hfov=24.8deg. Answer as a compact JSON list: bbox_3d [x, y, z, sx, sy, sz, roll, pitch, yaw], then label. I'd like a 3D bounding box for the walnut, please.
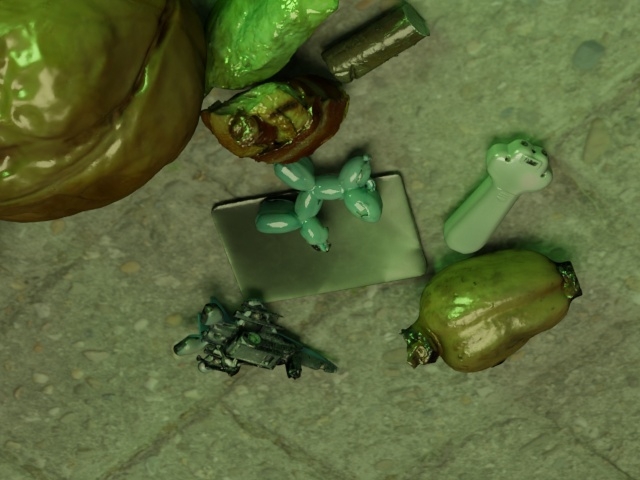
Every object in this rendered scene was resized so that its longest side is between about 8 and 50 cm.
[{"bbox_3d":[-0.328,-0.189,1.665,0.398,0.308,0.354,-20,140,17],"label":"walnut"}]

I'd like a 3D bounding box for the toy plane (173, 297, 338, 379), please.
[{"bbox_3d":[-0.081,0.160,2.110,0.246,0.078,0.169,25,127,-19],"label":"toy plane"}]

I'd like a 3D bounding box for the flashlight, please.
[{"bbox_3d":[0.230,-0.057,1.933,0.093,0.047,0.200,22,131,-16],"label":"flashlight"}]

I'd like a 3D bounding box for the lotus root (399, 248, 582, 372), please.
[{"bbox_3d":[0.232,0.097,2.009,0.257,0.140,0.154,-20,115,6],"label":"lotus root"}]

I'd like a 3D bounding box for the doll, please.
[{"bbox_3d":[0.004,-0.060,1.916,0.158,0.059,0.159,22,119,-7],"label":"doll"}]

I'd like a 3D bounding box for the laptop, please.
[{"bbox_3d":[0.000,0.000,2.009,0.269,0.015,0.187,-10,130,11],"label":"laptop"}]

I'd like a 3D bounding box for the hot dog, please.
[{"bbox_3d":[-0.048,-0.143,1.771,0.146,0.213,0.103,-13,95,33],"label":"hot dog"}]

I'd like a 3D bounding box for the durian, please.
[{"bbox_3d":[-0.069,-0.259,1.701,0.101,0.139,0.250,41,138,-23],"label":"durian"}]

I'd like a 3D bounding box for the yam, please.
[{"bbox_3d":[0.065,-0.238,1.775,0.132,0.054,0.054,-28,125,22],"label":"yam"}]
